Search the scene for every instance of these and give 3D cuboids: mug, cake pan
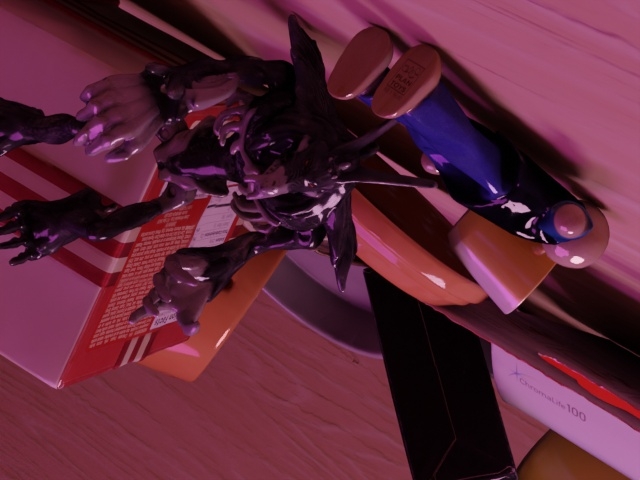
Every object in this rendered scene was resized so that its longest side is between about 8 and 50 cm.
[{"bbox_3d":[0.122,-0.001,0.958,0.064,0.078,0.062,41,-149,2],"label":"mug"},{"bbox_3d":[-0.006,0.016,1.651,0.293,0.054,0.293,35,158,17],"label":"cake pan"}]

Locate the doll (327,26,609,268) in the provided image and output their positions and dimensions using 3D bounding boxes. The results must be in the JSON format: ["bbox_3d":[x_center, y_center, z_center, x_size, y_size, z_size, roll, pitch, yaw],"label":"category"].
[{"bbox_3d":[0.088,-0.034,0.746,0.189,0.046,0.129,36,177,-40],"label":"doll"}]

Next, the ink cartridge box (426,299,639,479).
[{"bbox_3d":[0.255,0.162,1.120,0.308,0.091,0.385,32,-171,32],"label":"ink cartridge box"}]

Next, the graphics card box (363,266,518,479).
[{"bbox_3d":[0.131,0.198,1.408,0.371,0.094,0.233,72,-175,-58],"label":"graphics card box"}]

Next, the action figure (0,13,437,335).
[{"bbox_3d":[-0.080,-0.031,0.838,0.275,0.141,0.164,-2,113,30],"label":"action figure"}]

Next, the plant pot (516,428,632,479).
[{"bbox_3d":[0.327,0.265,1.436,0.239,0.254,0.254,49,-177,20],"label":"plant pot"}]

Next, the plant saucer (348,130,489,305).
[{"bbox_3d":[0.037,-0.022,1.025,0.200,0.037,0.200,41,-169,-10],"label":"plant saucer"}]

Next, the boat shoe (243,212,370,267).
[{"bbox_3d":[0.014,-0.028,1.292,0.095,0.095,0.257,23,-178,29],"label":"boat shoe"}]

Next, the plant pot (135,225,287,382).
[{"bbox_3d":[-0.154,0.006,1.481,0.203,0.291,0.291,35,177,-3],"label":"plant pot"}]

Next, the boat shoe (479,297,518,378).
[{"bbox_3d":[0.174,0.103,1.585,0.258,0.095,0.084,35,172,-21],"label":"boat shoe"}]

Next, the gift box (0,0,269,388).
[{"bbox_3d":[-0.191,-0.080,1.095,0.258,0.276,0.255,28,-171,14],"label":"gift box"}]
